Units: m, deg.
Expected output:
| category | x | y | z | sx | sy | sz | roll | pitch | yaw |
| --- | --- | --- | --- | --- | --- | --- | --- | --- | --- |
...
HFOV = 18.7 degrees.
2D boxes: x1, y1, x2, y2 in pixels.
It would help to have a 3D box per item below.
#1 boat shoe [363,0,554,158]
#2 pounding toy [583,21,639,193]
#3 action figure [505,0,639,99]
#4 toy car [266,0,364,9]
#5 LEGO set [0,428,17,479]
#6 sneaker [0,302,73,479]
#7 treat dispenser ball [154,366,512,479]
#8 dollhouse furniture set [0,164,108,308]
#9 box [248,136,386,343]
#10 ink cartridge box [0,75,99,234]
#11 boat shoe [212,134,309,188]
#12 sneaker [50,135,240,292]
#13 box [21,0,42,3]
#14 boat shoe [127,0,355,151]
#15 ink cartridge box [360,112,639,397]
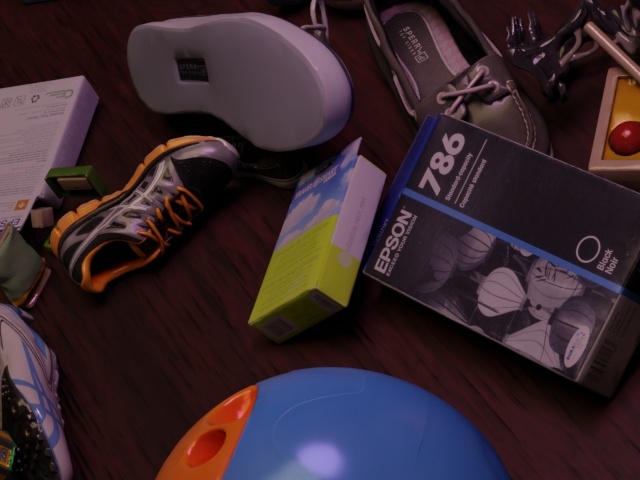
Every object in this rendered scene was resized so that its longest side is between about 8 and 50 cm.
| category | x | y | z | sx | sy | sz | roll | pitch | yaw |
| --- | --- | --- | --- | --- | --- | --- | --- | --- | --- |
| boat shoe | 0.115 | -0.164 | 1.869 | 0.112 | 0.095 | 0.335 | -31 | 41 | 1 |
| pounding toy | 0.292 | -0.108 | 1.685 | 0.130 | 0.100 | 0.141 | 0 | 59 | 25 |
| action figure | 0.306 | -0.221 | 1.765 | 0.275 | 0.164 | 0.141 | -17 | 86 | 26 |
| toy car | 0.021 | -0.387 | 2.035 | 0.219 | 0.238 | 0.210 | -2 | 49 | 30 |
| LEGO set | -0.451 | 0.168 | 1.781 | 0.255 | 0.192 | 0.331 | -46 | 43 | 11 |
| sneaker | -0.272 | 0.145 | 1.826 | 0.086 | 0.085 | 0.237 | -1 | 42 | -31 |
| treat dispenser ball | 0.009 | 0.236 | 1.403 | 0.288 | 0.288 | 0.288 | -17 | 44 | 17 |
| dollhouse furniture set | -0.273 | -0.005 | 1.966 | 0.058 | 0.076 | 0.152 | 0 | 50 | 32 |
| box | 0.000 | 0.000 | 1.792 | 0.109 | 0.042 | 0.178 | -31 | 32 | 47 |
| ink cartridge box | -0.368 | -0.073 | 2.112 | 0.223 | 0.045 | 0.224 | -5 | 49 | 28 |
| boat shoe | -0.071 | -0.088 | 1.950 | 0.142 | 0.040 | 0.049 | 15 | 59 | 40 |
| sneaker | -0.166 | -0.022 | 1.921 | 0.215 | 0.084 | 0.083 | -36 | 43 | 10 |
| box | -0.297 | -0.399 | 2.372 | 0.100 | 0.060 | 0.244 | -4 | 49 | 29 |
| boat shoe | -0.043 | -0.171 | 1.943 | 0.156 | 0.136 | 0.367 | -17 | 15 | -30 |
| ink cartridge box | 0.151 | -0.002 | 1.678 | 0.332 | 0.065 | 0.165 | 25 | 90 | 45 |
